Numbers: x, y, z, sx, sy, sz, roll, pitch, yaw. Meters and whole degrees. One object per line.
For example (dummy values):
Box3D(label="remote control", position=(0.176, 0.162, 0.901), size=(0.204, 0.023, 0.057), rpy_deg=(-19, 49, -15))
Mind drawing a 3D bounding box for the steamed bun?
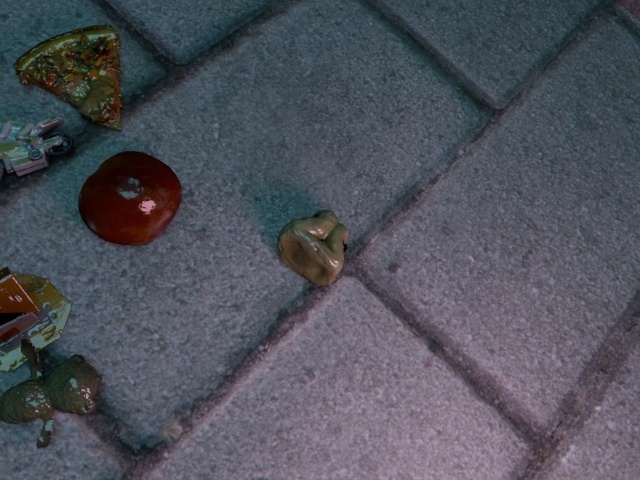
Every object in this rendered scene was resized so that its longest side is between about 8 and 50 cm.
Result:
Box3D(label="steamed bun", position=(0.000, 0.000, 1.365), size=(0.172, 0.141, 0.155), rpy_deg=(41, 54, 0))

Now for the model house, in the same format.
Box3D(label="model house", position=(-0.646, 0.139, 1.158), size=(0.219, 0.136, 0.207), rpy_deg=(-35, 80, -21))

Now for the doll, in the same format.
Box3D(label="doll", position=(-0.590, 0.331, 1.138), size=(0.286, 0.091, 0.203), rpy_deg=(-41, 74, -20))

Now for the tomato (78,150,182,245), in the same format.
Box3D(label="tomato", position=(-0.425, -0.107, 1.292), size=(0.200, 0.139, 0.233), rpy_deg=(36, 67, -6))

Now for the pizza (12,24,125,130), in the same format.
Box3D(label="pizza", position=(-0.608, -0.399, 1.389), size=(0.251, 0.074, 0.287), rpy_deg=(-8, 72, -13))

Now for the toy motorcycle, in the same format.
Box3D(label="toy motorcycle", position=(-0.694, -0.219, 1.307), size=(0.229, 0.074, 0.151), rpy_deg=(-29, 76, -17))
